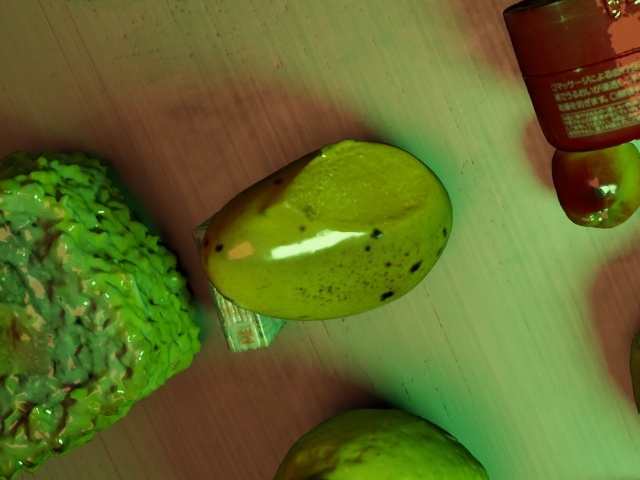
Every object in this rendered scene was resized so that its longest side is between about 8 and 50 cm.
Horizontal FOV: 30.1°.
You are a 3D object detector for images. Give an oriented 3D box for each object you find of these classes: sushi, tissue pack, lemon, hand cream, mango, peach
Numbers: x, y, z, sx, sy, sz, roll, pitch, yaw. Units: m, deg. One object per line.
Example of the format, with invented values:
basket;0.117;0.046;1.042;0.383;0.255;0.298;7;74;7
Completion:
sushi;-0.369;0.081;1.378;0.396;0.240;0.351;-30;96;19
tissue pack;-0.086;0.040;1.355;0.060;0.108;0.148;-12;102;20
lemon;0.065;0.308;1.296;0.253;0.310;0.254;-10;68;25
hand cream;0.298;-0.187;1.129;0.230;0.230;0.149;-19;100;19
mango;0.000;0.000;1.251;0.160;0.290;0.191;62;145;25
peach;0.288;-0.068;1.236;0.100;0.101;0.101;4;106;14

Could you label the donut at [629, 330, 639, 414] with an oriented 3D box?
donut;0.495;0.144;1.189;0.360;0.170;0.360;1;94;11
